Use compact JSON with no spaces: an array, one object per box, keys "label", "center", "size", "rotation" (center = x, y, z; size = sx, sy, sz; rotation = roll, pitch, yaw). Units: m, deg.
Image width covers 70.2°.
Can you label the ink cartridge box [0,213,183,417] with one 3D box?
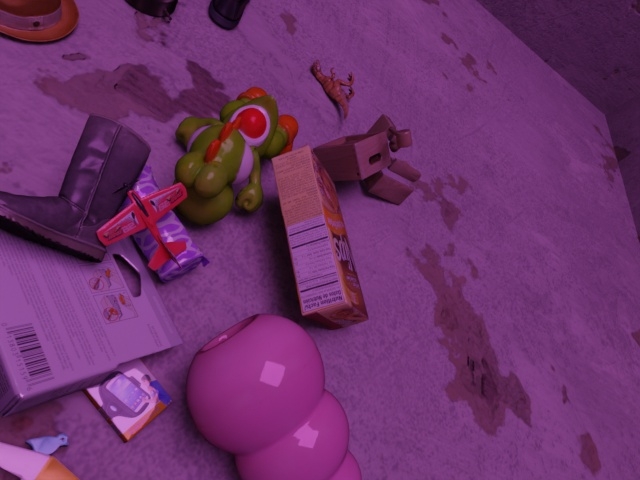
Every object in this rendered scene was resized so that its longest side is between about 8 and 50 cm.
[{"label":"ink cartridge box","center":[-0.359,0.072,0.647],"size":[0.275,0.060,0.238],"rotation":[57,26,15]}]

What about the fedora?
[{"label":"fedora","center":[-0.541,-0.455,0.825],"size":[0.194,0.079,0.195],"rotation":[17,56,-27]}]

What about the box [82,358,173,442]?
[{"label":"box","center":[-0.288,0.209,0.656],"size":[0.136,0.028,0.081],"rotation":[52,48,-2]}]

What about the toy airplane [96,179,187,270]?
[{"label":"toy airplane","center":[-0.252,-0.021,0.686],"size":[0.151,0.028,0.151],"rotation":[3,85,-39]}]

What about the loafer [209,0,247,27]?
[{"label":"loafer","center":[-0.213,-0.675,1.176],"size":[0.109,0.095,0.303],"rotation":[20,55,-26]}]

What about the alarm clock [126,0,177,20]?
[{"label":"alarm clock","center":[-0.399,-0.582,1.016],"size":[0.191,0.064,0.130],"rotation":[26,52,-17]}]

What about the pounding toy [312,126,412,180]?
[{"label":"pounding toy","center":[0.123,-0.200,1.063],"size":[0.181,0.205,0.094],"rotation":[-31,116,-43]}]

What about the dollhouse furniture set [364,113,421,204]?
[{"label":"dollhouse furniture set","center":[0.183,-0.207,1.177],"size":[0.123,0.144,0.151],"rotation":[18,37,-39]}]

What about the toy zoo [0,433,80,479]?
[{"label":"toy zoo","center":[-0.381,0.356,0.501],"size":[0.192,0.030,0.293],"rotation":[37,49,-13]}]

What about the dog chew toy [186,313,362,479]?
[{"label":"dog chew toy","center":[-0.052,0.278,0.678],"size":[0.206,0.206,0.332],"rotation":[-34,94,-43]}]

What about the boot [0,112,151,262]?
[{"label":"boot","center":[-0.348,-0.093,0.640],"size":[0.189,0.076,0.209],"rotation":[36,61,-49]}]

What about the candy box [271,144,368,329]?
[{"label":"candy box","center":[0.000,0.000,0.883],"size":[0.183,0.087,0.317],"rotation":[45,29,-64]}]

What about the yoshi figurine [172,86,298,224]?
[{"label":"yoshi figurine","center":[-0.180,-0.156,0.885],"size":[0.362,0.203,0.203],"rotation":[-62,146,-55]}]

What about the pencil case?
[{"label":"pencil case","center":[-0.277,-0.031,0.767],"size":[0.088,0.086,0.206],"rotation":[-24,82,-53]}]

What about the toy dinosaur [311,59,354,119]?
[{"label":"toy dinosaur","center":[0.049,-0.402,1.242],"size":[0.112,0.064,0.212],"rotation":[-25,71,-24]}]
